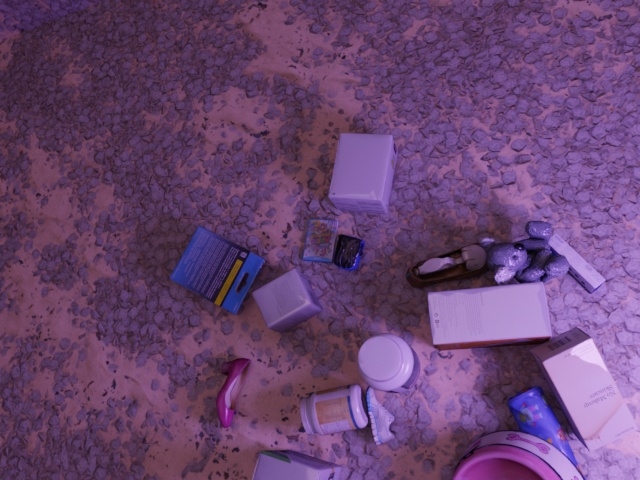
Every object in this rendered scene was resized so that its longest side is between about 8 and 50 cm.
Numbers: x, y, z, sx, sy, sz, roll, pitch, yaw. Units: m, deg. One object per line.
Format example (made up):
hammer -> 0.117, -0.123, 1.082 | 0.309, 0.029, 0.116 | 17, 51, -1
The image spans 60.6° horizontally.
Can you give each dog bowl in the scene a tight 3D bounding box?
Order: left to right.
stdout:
dog bowl -> 0.542, 0.756, 1.543 | 0.408, 0.150, 0.408 | -6, 80, 35

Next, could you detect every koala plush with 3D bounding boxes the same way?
koala plush -> 0.617, 0.061, 1.737 | 0.221, 0.203, 0.196 | -1, 57, -22

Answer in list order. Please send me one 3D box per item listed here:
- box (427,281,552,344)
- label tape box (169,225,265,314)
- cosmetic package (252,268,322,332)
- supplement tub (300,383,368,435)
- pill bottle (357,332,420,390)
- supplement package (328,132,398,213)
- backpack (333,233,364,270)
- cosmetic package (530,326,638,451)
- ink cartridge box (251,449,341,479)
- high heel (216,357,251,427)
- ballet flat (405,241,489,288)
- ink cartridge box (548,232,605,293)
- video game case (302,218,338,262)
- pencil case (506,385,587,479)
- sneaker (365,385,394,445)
box -> 0.531, 0.248, 1.741 | 0.345, 0.215, 0.168 | -8, 72, 16
label tape box -> -0.384, 0.120, 2.130 | 0.334, 0.106, 0.240 | 25, 83, 22
cosmetic package -> -0.119, 0.223, 1.989 | 0.184, 0.151, 0.151 | -29, 67, 6
supplement tub -> 0.046, 0.569, 1.833 | 0.200, 0.144, 0.144 | -15, 69, 13
pill bottle -> 0.215, 0.390, 1.740 | 0.176, 0.318, 0.176 | -5, 71, 15
supplement package -> 0.164, -0.251, 2.051 | 0.204, 0.145, 0.262 | 6, 76, 19
backpack -> 0.107, 0.050, 1.999 | 0.098, 0.101, 0.120 | 13, 82, 23
cosmetic package -> 0.763, 0.429, 1.594 | 0.160, 0.113, 0.309 | -30, 95, 6
ink cartridge box -> -0.068, 0.751, 1.742 | 0.201, 0.278, 0.117 | 10, 74, 20
high heel -> -0.306, 0.550, 1.987 | 0.117, 0.082, 0.244 | -13, 57, 24
ballet flat -> 0.454, 0.076, 1.868 | 0.342, 0.124, 0.116 | -15, 70, 12
ink cartridge box -> 0.815, 0.075, 1.767 | 0.046, 0.097, 0.207 | -40, 67, 3
video game case -> 0.000, 0.000, 2.095 | 0.119, 0.015, 0.166 | 4, 75, 19
pencil case -> 0.667, 0.597, 1.642 | 0.133, 0.119, 0.306 | -34, 64, 34
sneaker -> 0.202, 0.577, 1.830 | 0.083, 0.071, 0.190 | -14, 78, 6
